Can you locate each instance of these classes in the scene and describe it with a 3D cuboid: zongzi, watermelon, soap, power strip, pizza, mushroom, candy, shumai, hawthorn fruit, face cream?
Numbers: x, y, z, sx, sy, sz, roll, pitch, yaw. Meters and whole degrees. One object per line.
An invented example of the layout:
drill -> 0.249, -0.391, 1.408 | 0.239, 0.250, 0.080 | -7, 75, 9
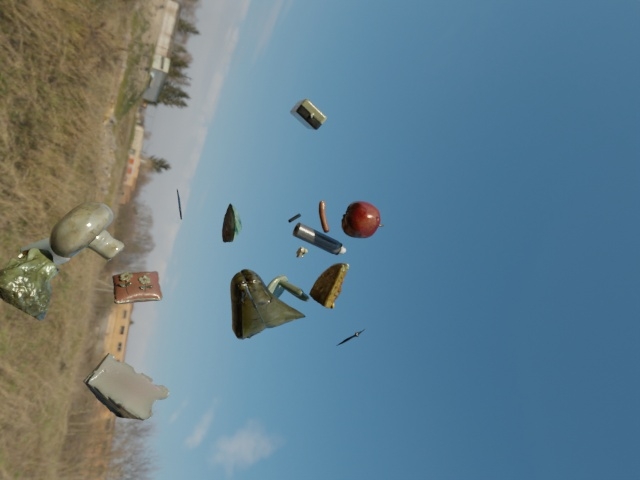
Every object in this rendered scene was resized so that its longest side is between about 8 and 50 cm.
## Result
zongzi -> -0.228, 0.270, 1.856 | 0.160, 0.360, 0.323 | -128, -143, -54
watermelon -> -0.399, -0.074, 1.819 | 0.081, 0.094, 0.180 | 45, 51, -69
soap -> -0.799, 0.593, 1.658 | 0.302, 0.258, 0.159 | -22, -163, 41
power strip -> -0.047, -0.475, 1.528 | 0.070, 0.105, 0.257 | -50, -162, 8
pizza -> 0.049, 0.224, 2.238 | 0.258, 0.087, 0.268 | 27, -85, 64
mushroom -> -0.843, -0.014, 1.487 | 0.243, 0.243, 0.244 | -35, -131, 54
candy -> -1.275, 0.063, 1.876 | 0.138, 0.174, 0.071 | 66, -17, 0
shumai -> -1.012, 0.145, 1.431 | 0.256, 0.189, 0.218 | -48, -162, 59
hawthorn fruit -> 0.202, -0.090, 1.884 | 0.179, 0.200, 0.179 | -165, -90, -77
face cream -> 0.000, 0.000, 1.970 | 0.073, 0.283, 0.073 | -47, -151, 36

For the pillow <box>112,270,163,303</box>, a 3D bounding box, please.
pillow -> -0.737, 0.182, 1.631 | 0.171, 0.179, 0.075 | 57, -42, 42

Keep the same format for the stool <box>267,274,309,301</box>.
stool -> -0.202, 0.331, 2.338 | 0.198, 0.195, 0.195 | 37, -100, 23

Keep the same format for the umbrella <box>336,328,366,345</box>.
umbrella -> 0.122, 0.384, 1.605 | 0.148, 0.022, 0.022 | -35, -105, 24

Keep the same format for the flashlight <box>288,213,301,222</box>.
flashlight -> -0.146, -0.126, 2.275 | 0.083, 0.018, 0.018 | -29, -150, 27

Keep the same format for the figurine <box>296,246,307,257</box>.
figurine -> -0.102, 0.066, 2.272 | 0.083, 0.050, 0.047 | -47, -137, 51

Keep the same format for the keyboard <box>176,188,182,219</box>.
keyboard -> -0.677, -0.176, 1.940 | 0.198, 0.010, 0.064 | -119, -155, -48

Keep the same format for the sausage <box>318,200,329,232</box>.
sausage -> 0.018, -0.126, 2.183 | 0.040, 0.047, 0.177 | -99, 179, -77
